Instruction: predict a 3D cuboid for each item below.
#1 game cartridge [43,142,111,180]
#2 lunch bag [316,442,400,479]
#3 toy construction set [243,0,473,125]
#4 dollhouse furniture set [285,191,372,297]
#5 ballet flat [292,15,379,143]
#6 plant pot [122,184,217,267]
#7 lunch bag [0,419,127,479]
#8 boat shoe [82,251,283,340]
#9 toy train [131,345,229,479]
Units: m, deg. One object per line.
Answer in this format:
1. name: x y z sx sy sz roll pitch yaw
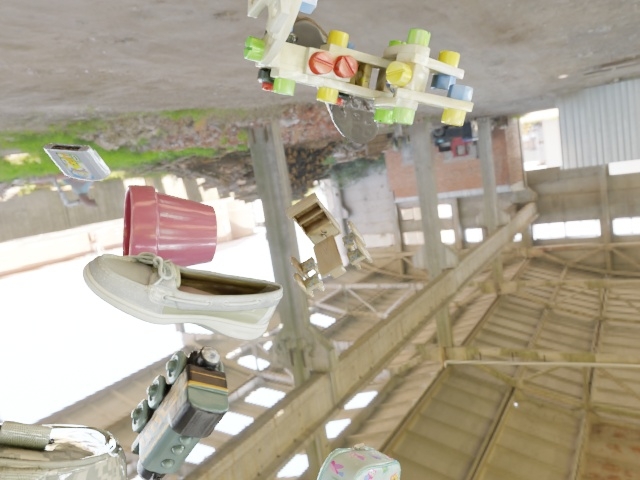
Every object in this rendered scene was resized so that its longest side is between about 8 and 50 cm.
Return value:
1. game cartridge: -0.322 -0.104 0.702 0.083 0.056 0.017 8 -123 25
2. lunch bag: 0.059 0.596 1.178 0.108 0.279 0.224 17 177 43
3. toy construction set: 0.029 -0.242 0.703 0.327 0.151 0.215 21 -174 -30
4. dollhouse furniture set: 0.000 0.000 1.551 0.212 0.161 0.242 -31 -142 12
5. ballet flat: 0.023 -0.275 0.914 0.084 0.250 0.058 -34 -149 11
6. plant pot: -0.325 -0.017 1.139 0.180 0.201 0.201 1 -177 -24
7. lunch bag: -0.244 0.285 0.382 0.212 0.305 0.256 9 161 -32
8. boat shoe: -0.212 0.076 0.854 0.320 0.103 0.118 22 -165 -30
9. toy train: -0.323 0.396 1.197 0.142 0.334 0.190 25 -156 -29
